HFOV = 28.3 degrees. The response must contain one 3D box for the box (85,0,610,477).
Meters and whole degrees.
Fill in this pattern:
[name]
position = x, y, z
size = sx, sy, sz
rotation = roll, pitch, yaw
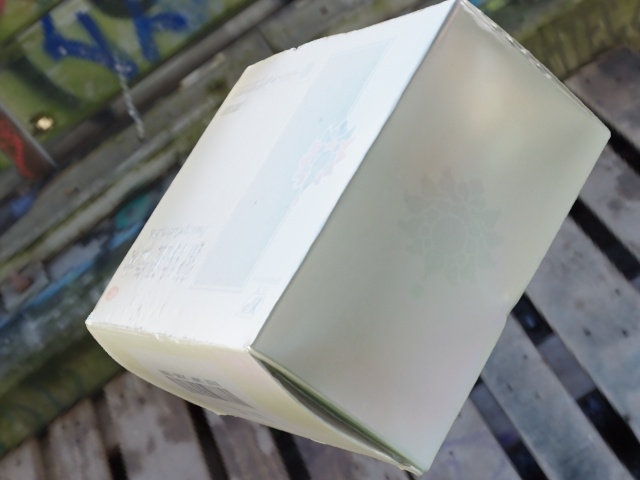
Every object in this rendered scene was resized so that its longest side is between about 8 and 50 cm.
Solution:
[box]
position = 0.000, 0.000, 0.568
size = 0.168, 0.095, 0.212
rotation = -61, 23, -15
